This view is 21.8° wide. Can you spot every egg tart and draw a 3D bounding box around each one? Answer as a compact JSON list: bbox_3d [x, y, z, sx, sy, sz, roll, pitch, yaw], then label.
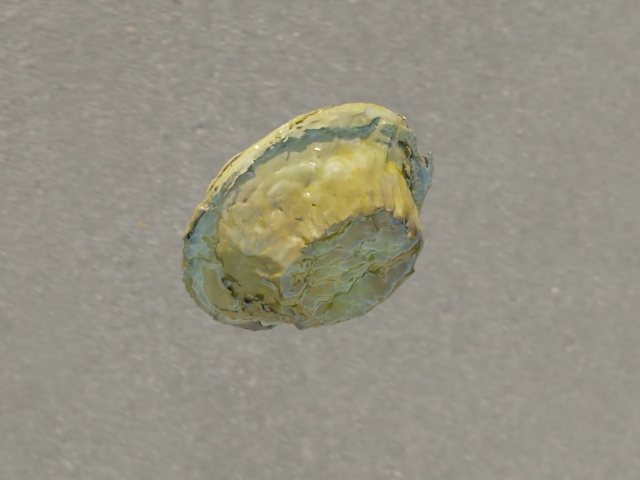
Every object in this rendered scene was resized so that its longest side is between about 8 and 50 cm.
[{"bbox_3d":[0.000,0.000,0.722,0.129,0.049,0.128,-22,143,-18],"label":"egg tart"}]
